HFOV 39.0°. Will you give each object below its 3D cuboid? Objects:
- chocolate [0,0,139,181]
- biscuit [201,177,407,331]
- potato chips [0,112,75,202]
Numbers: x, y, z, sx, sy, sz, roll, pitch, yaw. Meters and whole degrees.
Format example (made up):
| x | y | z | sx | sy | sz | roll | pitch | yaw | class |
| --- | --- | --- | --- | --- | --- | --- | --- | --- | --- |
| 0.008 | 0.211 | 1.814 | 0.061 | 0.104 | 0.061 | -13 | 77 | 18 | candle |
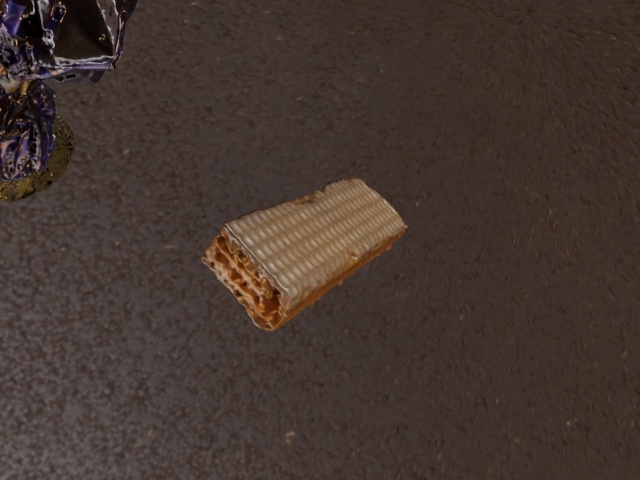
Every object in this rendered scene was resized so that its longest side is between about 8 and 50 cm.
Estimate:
| x | y | z | sx | sy | sz | roll | pitch | yaw | class |
| --- | --- | --- | --- | --- | --- | --- | --- | --- | --- |
| -0.273 | -0.172 | 0.849 | 0.343 | 0.126 | 0.148 | -32 | 77 | 50 | chocolate |
| 0.000 | 0.000 | 0.878 | 0.094 | 0.379 | 0.054 | 46 | 111 | 5 | biscuit |
| -0.568 | -0.158 | 1.719 | 0.220 | 0.202 | 0.029 | -41 | 58 | -16 | potato chips |
